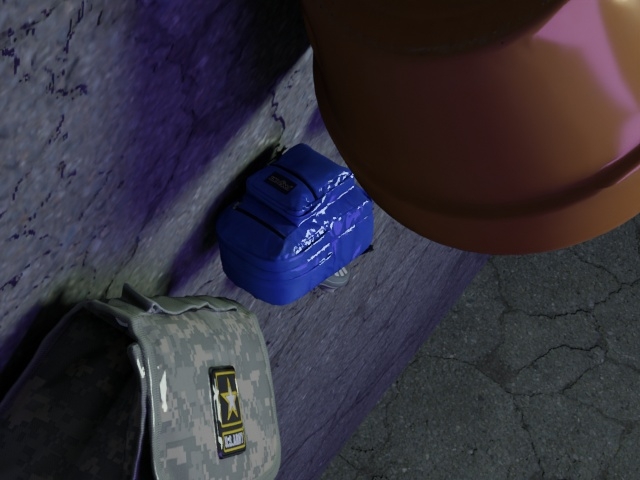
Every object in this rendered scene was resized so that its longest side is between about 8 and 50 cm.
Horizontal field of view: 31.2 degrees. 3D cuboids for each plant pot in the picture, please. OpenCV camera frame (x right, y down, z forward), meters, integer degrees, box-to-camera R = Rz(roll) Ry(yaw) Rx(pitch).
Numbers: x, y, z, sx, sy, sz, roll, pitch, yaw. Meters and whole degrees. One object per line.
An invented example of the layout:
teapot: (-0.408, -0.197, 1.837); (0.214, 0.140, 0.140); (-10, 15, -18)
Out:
plant pot: (0.109, -0.157, 0.742); (0.291, 0.291, 0.203); (-55, 152, -4)

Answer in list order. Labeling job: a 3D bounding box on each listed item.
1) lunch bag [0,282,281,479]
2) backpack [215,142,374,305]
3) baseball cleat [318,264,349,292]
lunch bag: (-0.141, 0.171, 0.831); (0.287, 0.169, 0.235); (-65, 163, 5)
backpack: (-0.029, -0.015, 0.947); (0.120, 0.098, 0.101); (-40, 140, -28)
baseball cleat: (0.000, 0.000, 1.146); (0.109, 0.072, 0.206); (-65, 170, 9)
